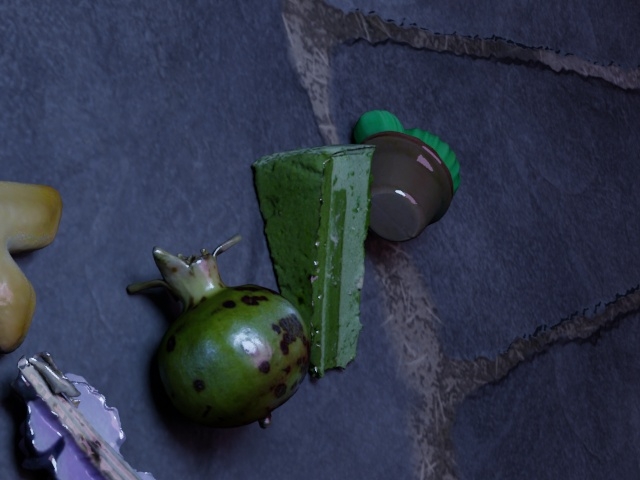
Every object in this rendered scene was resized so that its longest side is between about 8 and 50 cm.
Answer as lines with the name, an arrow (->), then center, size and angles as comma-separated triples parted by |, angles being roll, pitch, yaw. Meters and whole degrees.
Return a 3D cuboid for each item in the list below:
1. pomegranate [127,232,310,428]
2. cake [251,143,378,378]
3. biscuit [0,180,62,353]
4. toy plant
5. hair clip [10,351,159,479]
pomegranate -> -0.088, 0.090, 1.401 | 0.148, 0.148, 0.169 | -2, 52, -50
cake -> -0.010, 0.016, 1.591 | 0.100, 0.099, 0.235 | -8, 104, -52
biscuit -> -0.303, -0.019, 1.241 | 0.208, 0.047, 0.164 | 35, 51, -37
toy plant -> 0.089, -0.078, 1.695 | 0.143, 0.105, 0.200 | 42, 28, -14
hair clip -> -0.168, 0.212, 1.297 | 0.292, 0.084, 0.106 | 53, 48, -16
